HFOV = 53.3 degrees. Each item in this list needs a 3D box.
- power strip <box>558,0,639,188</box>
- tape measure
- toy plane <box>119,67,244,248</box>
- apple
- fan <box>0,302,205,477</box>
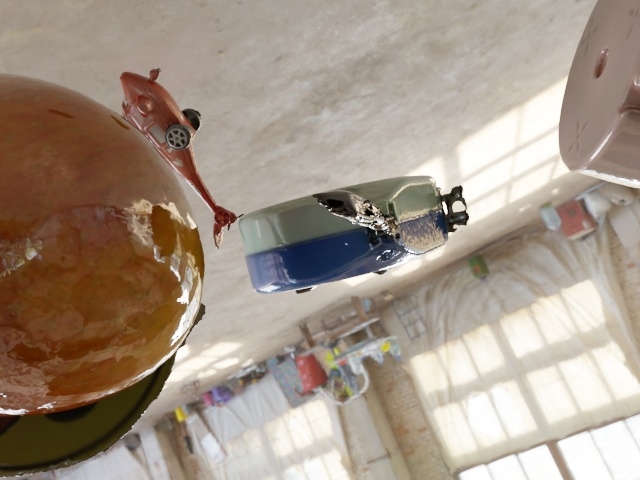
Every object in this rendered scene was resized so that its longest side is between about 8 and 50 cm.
[{"bbox_3d":[0.223,-0.111,0.425,0.078,0.154,0.154,13,164,4],"label":"power strip"},{"bbox_3d":[0.000,0.000,0.605,0.215,0.097,0.351,-13,178,25],"label":"tape measure"},{"bbox_3d":[-0.145,-0.080,0.648,0.077,0.194,0.126,-29,-177,14],"label":"toy plane"},{"bbox_3d":[-0.191,0.006,0.387,0.235,0.210,0.173,2,-159,36],"label":"apple"},{"bbox_3d":[-0.258,0.081,0.507,0.335,0.229,0.011,-8,140,-5],"label":"fan"}]
